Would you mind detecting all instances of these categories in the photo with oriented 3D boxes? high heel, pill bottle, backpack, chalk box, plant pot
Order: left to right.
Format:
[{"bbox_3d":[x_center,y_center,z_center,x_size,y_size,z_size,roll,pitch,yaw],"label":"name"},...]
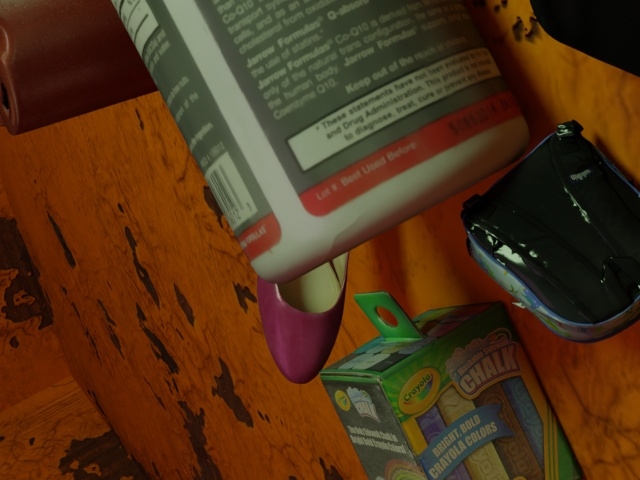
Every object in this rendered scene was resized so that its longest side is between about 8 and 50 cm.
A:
[{"bbox_3d":[-0.190,-0.234,0.902,0.272,0.265,0.272,45,151,34],"label":"plant pot"},{"bbox_3d":[-0.029,-0.172,0.706,0.363,0.210,0.210,62,157,1],"label":"pill bottle"},{"bbox_3d":[0.000,0.000,0.894,0.117,0.082,0.244,145,136,-75],"label":"high heel"},{"bbox_3d":[0.097,0.133,0.876,0.213,0.132,0.132,66,158,-5],"label":"chalk box"},{"bbox_3d":[0.159,0.005,0.647,0.114,0.105,0.084,49,176,27],"label":"backpack"}]

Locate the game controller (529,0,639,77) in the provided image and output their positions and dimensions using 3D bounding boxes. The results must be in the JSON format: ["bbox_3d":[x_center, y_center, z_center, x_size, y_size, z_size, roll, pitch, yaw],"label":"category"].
[{"bbox_3d":[0.209,-0.112,0.451,0.319,0.067,0.166,36,163,39],"label":"game controller"}]
